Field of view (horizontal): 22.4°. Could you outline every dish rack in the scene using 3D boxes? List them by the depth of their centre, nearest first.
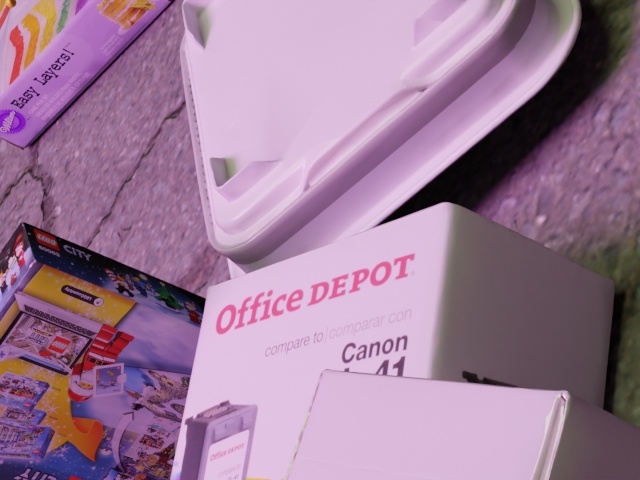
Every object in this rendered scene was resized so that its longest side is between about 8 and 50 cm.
[{"bbox_3d":[0.011,-0.141,1.059,0.285,0.072,0.333,-39,34,18],"label":"dish rack"}]

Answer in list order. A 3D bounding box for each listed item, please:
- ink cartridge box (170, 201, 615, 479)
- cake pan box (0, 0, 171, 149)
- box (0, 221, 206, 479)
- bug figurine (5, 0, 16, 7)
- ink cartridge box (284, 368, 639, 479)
[{"bbox_3d":[0.021,0.160,0.849,0.226,0.131,0.306,-20,55,48],"label":"ink cartridge box"},{"bbox_3d":[-0.239,-0.259,1.558,0.246,0.070,0.267,-36,42,33],"label":"cake pan box"},{"bbox_3d":[-0.123,0.100,0.996,0.159,0.233,0.044,-52,36,18],"label":"box"},{"bbox_3d":[-0.158,-0.299,1.383,0.279,0.072,0.216,-4,55,30],"label":"bug figurine"},{"bbox_3d":[0.107,0.132,0.668,0.154,0.212,0.093,-3,66,54],"label":"ink cartridge box"}]
